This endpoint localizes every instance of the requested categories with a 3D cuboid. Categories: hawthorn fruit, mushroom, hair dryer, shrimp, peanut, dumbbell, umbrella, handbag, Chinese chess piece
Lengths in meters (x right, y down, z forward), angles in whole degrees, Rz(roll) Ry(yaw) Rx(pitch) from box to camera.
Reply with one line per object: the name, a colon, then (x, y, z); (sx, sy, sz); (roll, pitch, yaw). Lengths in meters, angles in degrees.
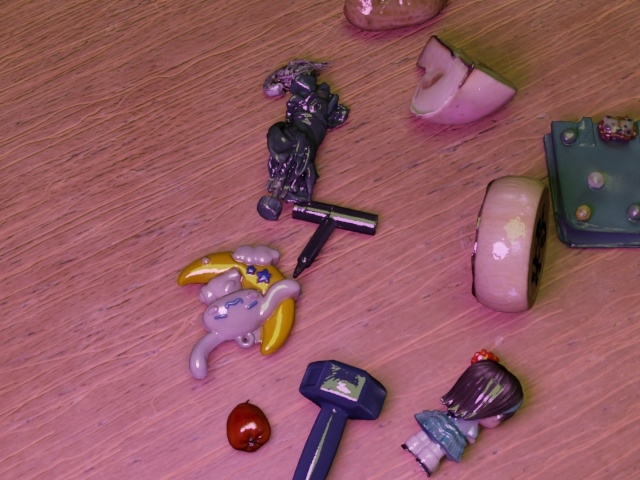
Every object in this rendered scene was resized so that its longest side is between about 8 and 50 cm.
hawthorn fruit: (-0.135, 0.337, 1.706); (0.081, 0.081, 0.093); (-18, 39, -6)
mushroom: (0.293, -0.303, 1.945); (0.162, 0.173, 0.236); (-55, 29, 18)
hair dryer: (0.013, 0.007, 1.825); (0.173, 0.050, 0.195); (10, 50, 8)
shrimp: (-0.047, -0.355, 1.999); (0.165, 0.056, 0.065); (-19, 52, 4)
peanut: (0.172, -0.531, 2.033); (0.253, 0.122, 0.137); (-7, 59, -4)
dumbbell: (-0.002, 0.372, 1.646); (0.156, 0.143, 0.316); (20, 70, 9)
umbrella: (-0.044, -0.187, 1.876); (0.143, 0.094, 0.349); (28, 56, -8)
handbag: (0.595, -0.124, 1.865); (0.269, 0.100, 0.274); (1, 68, 3)
Chinese chess piece: (0.356, 0.007, 1.731); (0.104, 0.257, 0.257); (8, 67, 19)

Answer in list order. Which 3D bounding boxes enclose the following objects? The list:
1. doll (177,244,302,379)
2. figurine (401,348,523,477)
doll: (-0.157, 0.122, 1.772); (0.252, 0.111, 0.237); (-16, 69, -15)
figurine: (0.254, 0.311, 1.691); (0.245, 0.110, 0.138); (-40, 54, -7)
